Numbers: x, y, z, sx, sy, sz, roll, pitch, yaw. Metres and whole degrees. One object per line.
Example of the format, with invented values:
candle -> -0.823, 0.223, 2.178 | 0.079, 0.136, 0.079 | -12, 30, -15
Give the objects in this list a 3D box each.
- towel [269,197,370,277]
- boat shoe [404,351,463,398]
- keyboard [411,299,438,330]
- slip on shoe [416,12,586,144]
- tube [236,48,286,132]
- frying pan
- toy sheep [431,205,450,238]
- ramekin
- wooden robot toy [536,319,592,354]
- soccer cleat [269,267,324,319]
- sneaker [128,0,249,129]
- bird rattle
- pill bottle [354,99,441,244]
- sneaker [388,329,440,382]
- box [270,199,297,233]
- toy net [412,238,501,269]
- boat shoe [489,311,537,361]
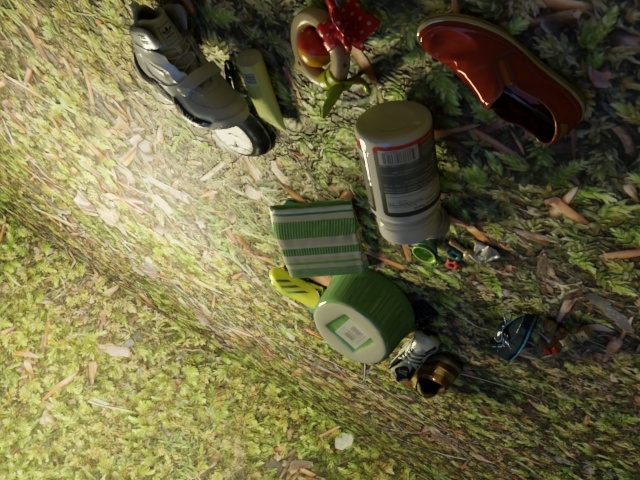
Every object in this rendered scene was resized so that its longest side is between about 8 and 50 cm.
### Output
towel -> 0.000, 0.000, 2.000 | 0.248, 0.038, 0.324 | -5, 143, 10
boat shoe -> 0.359, 0.470, 2.378 | 0.123, 0.119, 0.324 | 35, 153, -1
keyboard -> 0.297, 0.243, 2.171 | 0.100, 0.038, 0.192 | 38, 154, -7
slip on shoe -> 0.308, -0.285, 1.230 | 0.331, 0.101, 0.123 | 35, 155, 1
tube -> -0.140, -0.353, 1.678 | 0.062, 0.070, 0.240 | -12, 147, 5
frying pan -> -0.203, -0.313, 1.821 | 0.197, 0.053, 0.326 | 36, 157, -2
toy sheep -> 0.264, -0.048, 1.679 | 0.091, 0.091, 0.132 | 14, 178, 35
ramekin -> 0.126, 0.242, 2.177 | 0.304, 0.148, 0.303 | 23, 140, 21
wooden robot toy -> 0.600, 0.239, 1.795 | 0.079, 0.076, 0.173 | 51, 151, -7
soccer cleat -> -0.046, 0.175, 2.419 | 0.289, 0.093, 0.121 | 39, 123, 1
sneaker -> -0.323, -0.415, 1.648 | 0.366, 0.137, 0.210 | 37, 156, 22
bird rattle -> 0.007, -0.379, 1.398 | 0.207, 0.143, 0.253 | 38, 155, 33
pill bottle -> 0.173, -0.141, 1.504 | 0.161, 0.161, 0.283 | 16, 138, 32
sneaker -> 0.297, 0.389, 2.280 | 0.094, 0.153, 0.235 | 36, 153, -5
box -> -0.073, -0.002, 2.118 | 0.060, 0.100, 0.244 | 18, 149, 27
toy net -> 0.351, 0.048, 1.784 | 0.232, 0.045, 0.122 | 6, 142, 43
boat shoe -> 0.509, 0.262, 1.891 | 0.089, 0.109, 0.258 | 31, 151, 15
